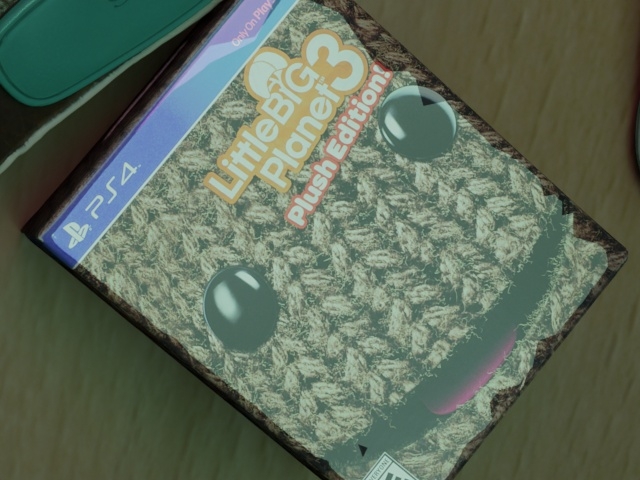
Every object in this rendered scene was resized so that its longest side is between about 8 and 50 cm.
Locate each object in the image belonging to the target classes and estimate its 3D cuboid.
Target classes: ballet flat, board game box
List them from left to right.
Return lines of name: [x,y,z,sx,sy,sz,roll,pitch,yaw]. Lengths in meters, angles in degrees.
ballet flat: [-0.220,-0.104,0.988,0.400,0.139,0.139,-36,113,-9]
board game box: [0.000,0.000,1.068,0.291,0.141,0.232,40,83,-12]

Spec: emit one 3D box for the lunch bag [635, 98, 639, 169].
lunch bag: [0.346,-0.154,1.257,0.224,0.108,0.279,-1,100,-22]
